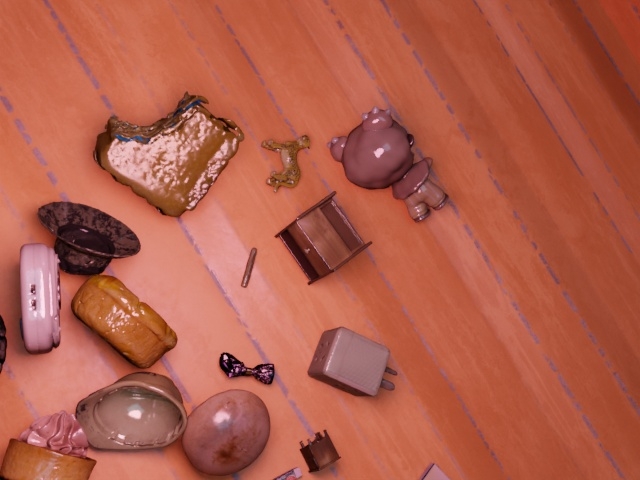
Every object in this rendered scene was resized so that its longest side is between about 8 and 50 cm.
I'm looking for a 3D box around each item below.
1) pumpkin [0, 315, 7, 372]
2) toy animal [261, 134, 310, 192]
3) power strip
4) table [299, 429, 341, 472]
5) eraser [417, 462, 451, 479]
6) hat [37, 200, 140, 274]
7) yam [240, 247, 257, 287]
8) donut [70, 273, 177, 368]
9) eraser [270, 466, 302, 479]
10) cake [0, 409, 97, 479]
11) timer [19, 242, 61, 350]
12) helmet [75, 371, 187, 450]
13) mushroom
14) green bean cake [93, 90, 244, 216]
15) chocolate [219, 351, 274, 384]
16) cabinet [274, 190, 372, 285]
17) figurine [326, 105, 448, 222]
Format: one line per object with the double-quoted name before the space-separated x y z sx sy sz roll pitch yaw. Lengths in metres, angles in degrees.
"pumpkin" -0.819 0.231 1.410 0.295 0.296 0.296 5 75 -20
"toy animal" -0.090 -0.219 1.920 0.136 0.073 0.181 1 73 -28
"power strip" 0.102 0.343 1.812 0.224 0.140 0.139 27 68 -14
"table" -0.007 0.553 1.748 0.070 0.083 0.082 -22 79 -28
"eraser" 0.338 0.715 1.872 0.150 0.023 0.104 46 66 -5
"hat" -0.578 0.019 1.629 0.265 0.265 0.128 18 108 -16
"yam" -0.196 0.074 1.829 0.021 0.021 0.116 20 71 -15
"donut" -0.467 0.193 1.582 0.261 0.208 0.128 46 71 -17
"eraser" -0.096 0.622 1.729 0.099 0.019 0.027 -20 84 -25
"cake" -0.586 0.475 1.482 0.207 0.185 0.178 23 72 10
"timer" -0.635 0.135 1.510 0.087 0.262 0.237 -1 77 -22
"helmet" -0.438 0.388 1.595 0.257 0.137 0.204 -4 116 1
"mushroom" -0.235 0.465 1.634 0.226 0.178 0.226 -23 128 -33
"green bean cake" -0.396 -0.253 1.707 0.310 0.202 0.285 -49 119 -2
"chocolate" -0.196 0.340 1.745 0.147 0.072 0.070 12 113 -10
"cabinet" 0.000 0.000 1.816 0.148 0.215 0.175 -36 91 -25
"figurine" 0.210 -0.210 1.968 0.380 0.248 0.203 41 46 -19
